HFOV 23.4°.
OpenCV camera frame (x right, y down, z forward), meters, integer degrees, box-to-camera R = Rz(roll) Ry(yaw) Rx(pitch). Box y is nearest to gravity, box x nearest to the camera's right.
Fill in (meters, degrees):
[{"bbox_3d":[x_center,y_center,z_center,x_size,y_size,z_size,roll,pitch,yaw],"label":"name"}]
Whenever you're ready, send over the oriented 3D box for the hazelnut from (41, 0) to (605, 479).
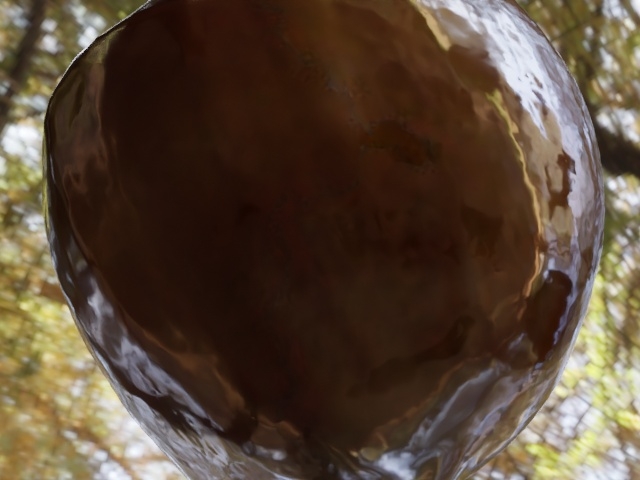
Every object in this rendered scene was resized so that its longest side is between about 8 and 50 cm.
[{"bbox_3d":[-0.004,-0.007,0.957,0.365,0.366,0.366,-5,-106,20],"label":"hazelnut"}]
